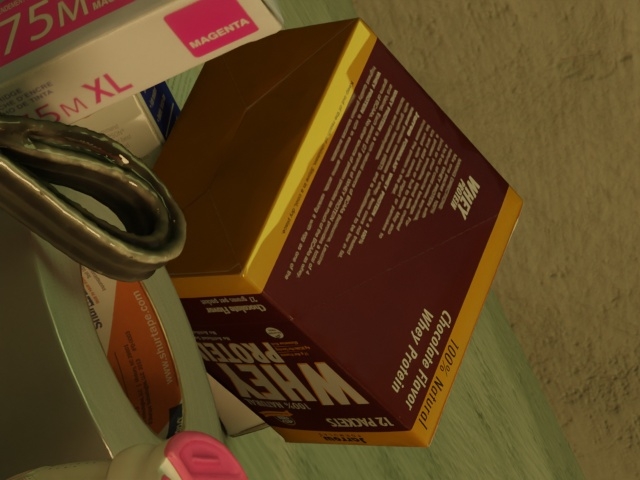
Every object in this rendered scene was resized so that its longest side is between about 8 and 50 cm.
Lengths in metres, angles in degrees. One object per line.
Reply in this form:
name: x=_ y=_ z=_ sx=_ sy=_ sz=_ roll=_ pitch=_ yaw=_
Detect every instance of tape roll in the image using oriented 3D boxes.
tape roll: x=-0.124 y=0.060 z=0.977 sx=0.219 sy=0.072 sz=0.219 roll=-21 pitch=90 yaw=-79

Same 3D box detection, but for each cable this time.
cable: x=-0.164 y=-0.069 z=0.835 sx=0.287 sy=0.072 sz=0.139 roll=37 pitch=27 yaw=-20

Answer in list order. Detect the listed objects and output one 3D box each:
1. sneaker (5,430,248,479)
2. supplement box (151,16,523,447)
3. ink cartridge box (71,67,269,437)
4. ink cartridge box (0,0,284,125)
sneaker: x=-0.092 y=0.201 z=0.776 sx=0.103 sy=0.111 sz=0.252 roll=20 pitch=72 yaw=-65
supplement box: x=0.000 y=0.000 z=1.238 sx=0.194 sy=0.129 sz=0.191 roll=44 pitch=58 yaw=-35
ink cartridge box: x=-0.108 y=-0.064 z=1.328 sx=0.176 sy=0.069 sz=0.371 roll=-86 pitch=155 yaw=-65
ink cartridge box: x=-0.143 y=-0.207 z=1.108 sx=0.065 sy=0.186 sz=0.311 roll=52 pitch=19 yaw=-50
